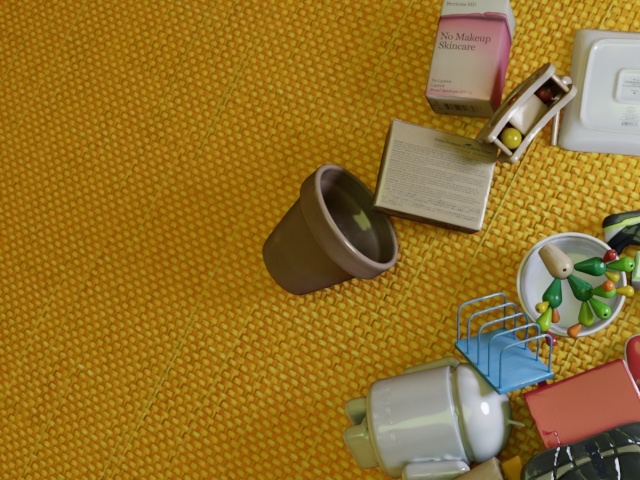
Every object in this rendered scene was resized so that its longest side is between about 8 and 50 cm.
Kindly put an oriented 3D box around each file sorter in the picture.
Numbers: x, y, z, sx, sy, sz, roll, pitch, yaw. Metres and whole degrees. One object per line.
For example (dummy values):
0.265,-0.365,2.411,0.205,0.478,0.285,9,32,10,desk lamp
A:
0.348,0.191,1.564,0.118,0.104,0.170,-15,31,-16,file sorter

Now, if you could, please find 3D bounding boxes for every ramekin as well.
0.501,0.093,1.637,0.207,0.109,0.207,-4,78,18,ramekin

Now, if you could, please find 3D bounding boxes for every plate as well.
0.654,-0.314,1.702,0.277,0.045,0.278,8,82,20,plate

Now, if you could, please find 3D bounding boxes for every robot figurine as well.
0.225,0.358,1.628,0.354,0.199,0.300,-15,40,15,robot figurine

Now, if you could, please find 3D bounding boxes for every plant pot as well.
0.000,0.000,1.775,0.229,0.263,0.263,-34,69,28,plant pot

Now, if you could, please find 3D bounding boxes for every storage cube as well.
0.513,0.343,1.541,0.193,0.184,0.215,-23,72,13,storage cube

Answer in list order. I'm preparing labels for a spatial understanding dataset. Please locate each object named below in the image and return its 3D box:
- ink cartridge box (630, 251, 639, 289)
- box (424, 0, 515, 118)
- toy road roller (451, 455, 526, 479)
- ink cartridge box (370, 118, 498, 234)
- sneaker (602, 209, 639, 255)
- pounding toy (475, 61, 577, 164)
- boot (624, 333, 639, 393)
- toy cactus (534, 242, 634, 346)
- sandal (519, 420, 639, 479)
0.708,0.074,1.569,0.209,0.109,0.062,9,83,20,ink cartridge box
0.328,-0.398,1.787,0.149,0.127,0.232,8,82,21,box
0.352,0.559,1.480,0.202,0.329,0.240,-33,48,10,toy road roller
0.241,-0.133,1.744,0.235,0.088,0.193,14,83,-1,ink cartridge box
0.677,-0.016,1.621,0.235,0.084,0.097,-10,82,25,sneaker
0.456,-0.251,1.670,0.155,0.154,0.269,42,73,-7,pounding toy
0.634,0.284,1.516,0.088,0.176,0.244,-21,72,15,boot
0.474,0.080,1.545,0.219,0.112,0.180,-44,58,16,toy cactus
0.485,0.386,1.394,0.303,0.086,0.120,-8,59,-1,sandal
